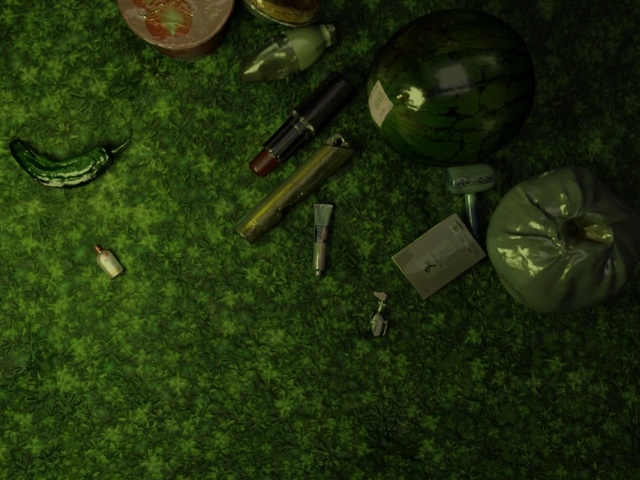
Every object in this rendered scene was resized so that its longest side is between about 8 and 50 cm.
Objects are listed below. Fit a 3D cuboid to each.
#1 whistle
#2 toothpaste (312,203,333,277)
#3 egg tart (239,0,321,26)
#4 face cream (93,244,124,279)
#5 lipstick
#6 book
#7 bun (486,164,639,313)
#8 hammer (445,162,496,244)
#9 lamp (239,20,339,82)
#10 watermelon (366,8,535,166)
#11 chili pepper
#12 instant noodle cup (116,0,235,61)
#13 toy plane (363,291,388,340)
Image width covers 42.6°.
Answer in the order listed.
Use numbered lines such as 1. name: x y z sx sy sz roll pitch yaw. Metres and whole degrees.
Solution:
1. whistle: -0.059 -0.118 1.859 0.326 0.057 0.068 -43 93 -4
2. toothpaste: 0.000 0.000 1.878 0.045 0.028 0.169 4 88 2
3. egg tart: -0.108 -0.554 1.812 0.234 0.094 0.234 18 49 -23
4. face cream: -0.480 0.046 1.843 0.040 0.021 0.083 -38 92 -5
5. lipstick: -0.044 -0.256 1.849 0.081 0.081 0.299 43 86 -3
6. book: 0.274 0.037 1.891 0.182 0.014 0.127 -37 94 6
7. bun: 0.550 0.005 1.839 0.355 0.194 0.354 0 88 -4
8. hammer: 0.353 -0.081 1.893 0.116 0.069 0.193 -8 99 -5
9. lamp: -0.071 -0.422 1.839 0.250 0.101 0.101 -24 92 0
10. watermelon: 0.280 -0.322 1.751 0.363 0.363 0.363 0 90 -5
11. chili pepper: -0.547 -0.177 1.817 0.279 0.065 0.122 -4 94 0
12. instant noodle cup: -0.300 -0.502 1.754 0.243 0.231 0.242 0 89 -5
13. toy plane: 0.133 0.178 1.887 0.049 0.031 0.120 15 92 4
